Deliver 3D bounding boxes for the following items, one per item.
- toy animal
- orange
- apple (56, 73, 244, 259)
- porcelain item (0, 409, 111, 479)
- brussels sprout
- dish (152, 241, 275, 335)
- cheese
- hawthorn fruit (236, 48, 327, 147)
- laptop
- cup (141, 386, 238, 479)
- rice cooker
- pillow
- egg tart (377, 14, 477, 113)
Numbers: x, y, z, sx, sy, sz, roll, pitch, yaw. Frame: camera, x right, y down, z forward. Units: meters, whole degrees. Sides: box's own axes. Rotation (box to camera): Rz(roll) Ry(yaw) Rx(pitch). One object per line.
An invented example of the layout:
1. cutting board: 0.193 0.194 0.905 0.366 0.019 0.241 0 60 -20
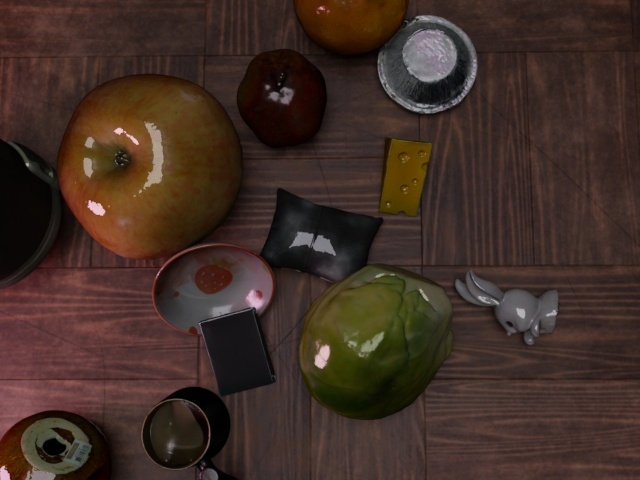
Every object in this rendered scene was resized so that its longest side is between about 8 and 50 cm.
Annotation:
1. toy animal: 0.396 0.147 1.624 0.220 0.104 0.131 11 83 3
2. orange: 0.068 -0.536 1.662 0.261 0.261 0.261 0 82 1
3. apple: -0.354 -0.155 1.567 0.391 0.346 0.392 0 85 6
4. porcelain item: -0.557 0.491 1.567 0.252 0.253 0.253 0 82 1
5. brussels sprout: 0.106 0.205 1.551 0.344 0.344 0.268 -50 50 -5
6. dish: -0.230 0.085 1.620 0.260 0.260 0.085 -16 40 -1
7. cheese: 0.184 -0.141 1.687 0.093 0.126 0.171 7 101 -3
8. hawthorn fruit: -0.080 -0.314 1.630 0.208 0.248 0.208 0 82 -3
9. laptop: -0.180 0.243 1.643 0.129 0.016 0.180 -14 101 -1
10. cup: -0.249 0.408 1.566 0.239 0.177 0.166 27 83 5
11. rice cooker: -0.735 -0.075 1.577 0.335 0.325 0.335 -6 69 16
12. pillow: 0.000 0.000 1.654 0.249 0.106 0.186 15 76 0
13. egg tart: 0.245 -0.405 1.713 0.234 0.094 0.234 0 84 0
